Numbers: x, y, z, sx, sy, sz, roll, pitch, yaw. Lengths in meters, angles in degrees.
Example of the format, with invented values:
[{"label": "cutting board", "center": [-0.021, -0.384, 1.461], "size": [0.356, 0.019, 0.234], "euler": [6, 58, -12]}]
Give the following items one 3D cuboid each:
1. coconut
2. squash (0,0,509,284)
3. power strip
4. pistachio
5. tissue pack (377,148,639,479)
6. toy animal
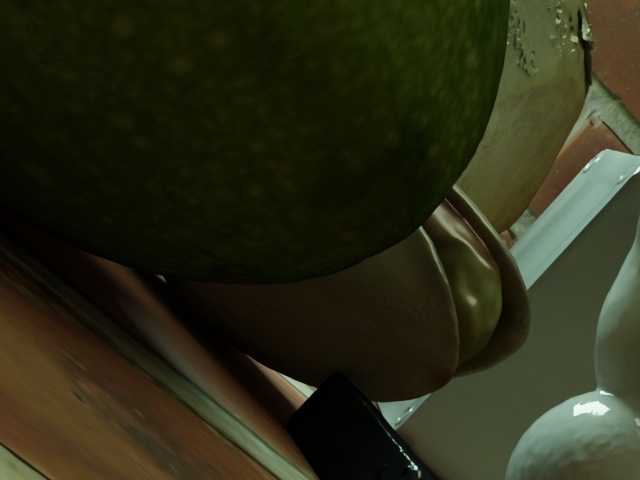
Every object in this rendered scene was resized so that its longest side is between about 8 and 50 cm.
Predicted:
[{"label": "coconut", "center": [0.041, -0.141, 1.463], "size": [0.352, 0.352, 0.352], "euler": [43, 2, -2]}, {"label": "squash", "center": [-0.065, -0.103, 0.705], "size": [0.309, 0.310, 0.310], "euler": [63, -6, -24]}, {"label": "power strip", "center": [0.020, 0.097, 0.822], "size": [0.029, 0.038, 0.111], "euler": [44, 3, -28]}, {"label": "pistachio", "center": [0.000, 0.000, 0.918], "size": [0.215, 0.144, 0.144], "euler": [25, -8, 31]}, {"label": "tissue pack", "center": [0.169, 0.073, 1.257], "size": [0.136, 0.246, 0.159], "euler": [42, 3, -5]}, {"label": "toy animal", "center": [0.158, 0.101, 0.922], "size": [0.131, 0.221, 0.104], "euler": [40, 0, -42]}]
